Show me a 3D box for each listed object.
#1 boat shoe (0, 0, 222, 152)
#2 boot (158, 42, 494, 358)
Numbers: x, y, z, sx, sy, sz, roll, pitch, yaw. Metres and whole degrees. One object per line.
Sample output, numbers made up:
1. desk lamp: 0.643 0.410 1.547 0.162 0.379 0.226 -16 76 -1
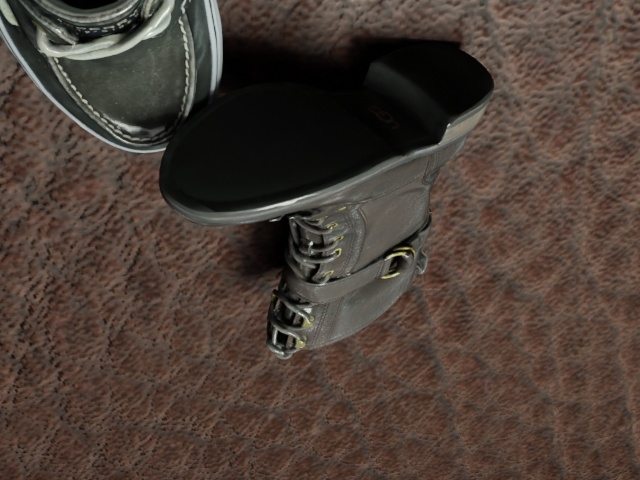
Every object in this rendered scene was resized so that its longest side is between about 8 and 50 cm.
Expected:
1. boat shoe: -0.124 -0.144 0.637 0.121 0.119 0.335 -20 141 0
2. boot: 0.000 0.000 0.836 0.263 0.091 0.229 -21 146 -34
